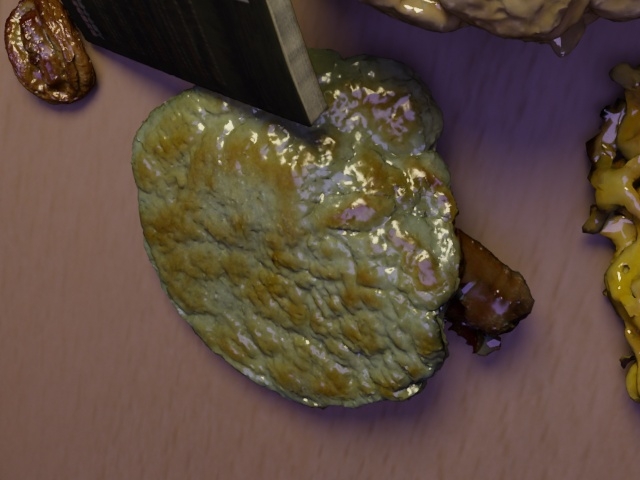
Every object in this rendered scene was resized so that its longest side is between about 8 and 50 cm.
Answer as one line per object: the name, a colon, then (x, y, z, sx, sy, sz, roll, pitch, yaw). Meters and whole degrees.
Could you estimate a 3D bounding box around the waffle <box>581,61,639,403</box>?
waffle: (0.379, -0.004, 0.583, 0.380, 0.095, 0.381, -10, 103, 12)

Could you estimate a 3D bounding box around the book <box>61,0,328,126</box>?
book: (-0.106, -0.162, 0.527, 0.228, 0.024, 0.160, 26, 155, 33)

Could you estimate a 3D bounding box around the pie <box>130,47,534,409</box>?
pie: (-0.009, 0.001, 0.626, 0.257, 0.105, 0.274, -24, 102, 23)

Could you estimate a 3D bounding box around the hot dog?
hot dog: (-0.202, -0.142, 0.641, 0.058, 0.035, 0.083, -19, 104, 20)

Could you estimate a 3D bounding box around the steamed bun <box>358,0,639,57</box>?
steamed bun: (0.082, -0.206, 0.495, 0.292, 0.295, 0.137, 34, 151, 14)
